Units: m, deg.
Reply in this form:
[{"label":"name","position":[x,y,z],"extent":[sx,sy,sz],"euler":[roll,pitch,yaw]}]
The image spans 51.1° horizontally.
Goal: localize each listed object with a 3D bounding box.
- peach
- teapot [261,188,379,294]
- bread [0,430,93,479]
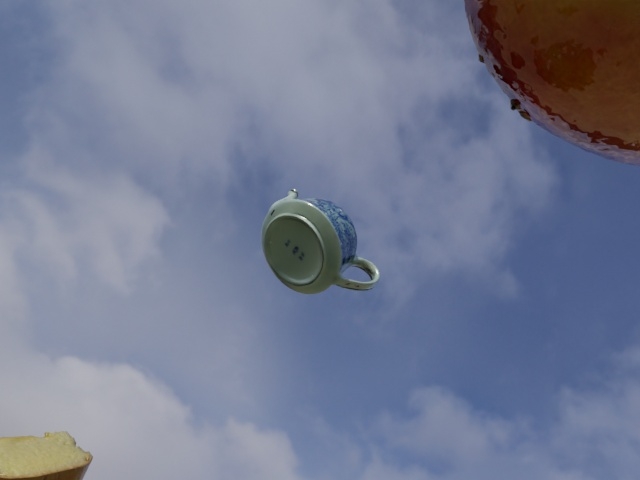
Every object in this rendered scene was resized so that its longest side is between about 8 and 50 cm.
[{"label":"peach","position":[0.347,-0.231,0.641],"extent":[0.380,0.306,0.242],"euler":[2,-4,-33]},{"label":"teapot","position":[0.000,0.000,1.103],"extent":[0.232,0.159,0.159],"euler":[43,-45,17]},{"label":"bread","position":[-0.461,0.368,0.999],"extent":[0.140,0.169,0.160],"euler":[23,-5,43]}]
